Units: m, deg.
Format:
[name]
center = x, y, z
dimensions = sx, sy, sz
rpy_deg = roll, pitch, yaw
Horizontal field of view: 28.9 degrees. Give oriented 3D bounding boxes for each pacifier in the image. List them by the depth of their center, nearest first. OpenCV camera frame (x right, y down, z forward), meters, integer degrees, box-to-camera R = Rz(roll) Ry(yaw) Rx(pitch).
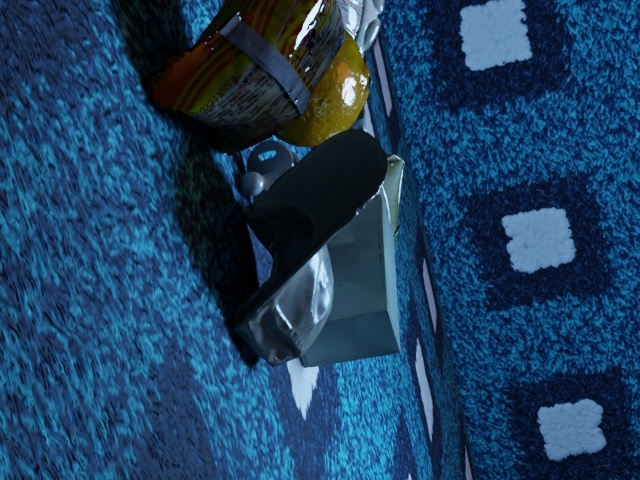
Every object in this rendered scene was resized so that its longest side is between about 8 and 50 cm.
[pacifier]
center = -0.061, -0.069, 1.451
dimensions = 0.078, 0.081, 0.099
rpy_deg = -7, 85, -52

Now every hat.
[hat]
center = 0.002, 0.018, 1.341
dimensions = 0.149, 0.244, 0.214
rpy_deg = 49, 27, -30

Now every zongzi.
[zongzi]
center = 0.038, -0.021, 1.930
dimensions = 0.256, 0.115, 0.228
rpy_deg = -7, 101, -61

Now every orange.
[orange]
center = -0.018, -0.210, 1.605
dimensions = 0.177, 0.155, 0.178
rpy_deg = -24, 90, -83

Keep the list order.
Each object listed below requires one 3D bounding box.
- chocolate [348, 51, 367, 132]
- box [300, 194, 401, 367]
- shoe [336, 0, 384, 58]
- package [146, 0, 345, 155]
[chocolate]
center = 0.034, -0.228, 2.109
dimensions = 0.157, 0.080, 0.254
rpy_deg = 96, -6, -55
[box]
center = 0.031, 0.052, 1.656
dimensions = 0.225, 0.129, 0.086
rpy_deg = -90, 165, -47
[shoe]
center = -0.025, -0.411, 1.800
dimensions = 0.198, 0.172, 0.351
rpy_deg = 3, 96, -44
[package]
center = -0.051, -0.191, 1.252
dimensions = 0.108, 0.223, 0.288
rpy_deg = 37, 0, 6
